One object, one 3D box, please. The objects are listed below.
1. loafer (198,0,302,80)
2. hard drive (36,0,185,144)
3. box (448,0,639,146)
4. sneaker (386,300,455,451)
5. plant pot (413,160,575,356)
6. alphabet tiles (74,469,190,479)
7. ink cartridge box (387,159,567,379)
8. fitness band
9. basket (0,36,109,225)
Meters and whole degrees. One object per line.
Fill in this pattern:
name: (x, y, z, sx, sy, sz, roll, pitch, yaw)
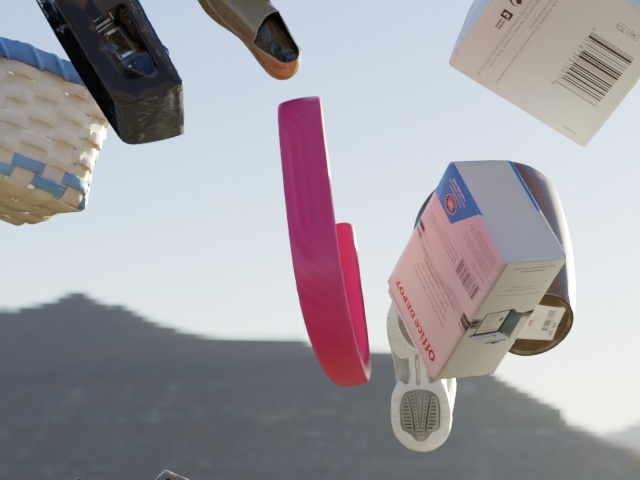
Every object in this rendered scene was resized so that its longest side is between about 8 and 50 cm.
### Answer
loafer: (-0.068, -0.227, 1.759, 0.148, 0.056, 0.050, 44, -19, -12)
hard drive: (-0.174, -0.189, 1.205, 0.054, 0.254, 0.172, -29, -6, -8)
box: (0.263, -0.232, 1.852, 0.182, 0.119, 0.181, 31, -52, -5)
sneaker: (0.128, 0.142, 2.136, 0.090, 0.232, 0.115, 6, -6, 10)
plant pot: (0.259, 0.043, 2.359, 0.215, 0.215, 0.230, 3, 35, -17)
alphabet tiles: (-0.129, 0.304, 1.393, 0.285, 0.011, 0.342, 21, 30, 15)
ink cartridge box: (0.155, 0.031, 1.784, 0.082, 0.139, 0.190, -5, -39, -27)
fitness band: (0.000, 0.000, 1.642, 0.054, 0.291, 0.209, -11, -36, 4)
basket: (-0.338, -0.178, 1.834, 0.201, 0.289, 0.255, -3, -19, 44)
